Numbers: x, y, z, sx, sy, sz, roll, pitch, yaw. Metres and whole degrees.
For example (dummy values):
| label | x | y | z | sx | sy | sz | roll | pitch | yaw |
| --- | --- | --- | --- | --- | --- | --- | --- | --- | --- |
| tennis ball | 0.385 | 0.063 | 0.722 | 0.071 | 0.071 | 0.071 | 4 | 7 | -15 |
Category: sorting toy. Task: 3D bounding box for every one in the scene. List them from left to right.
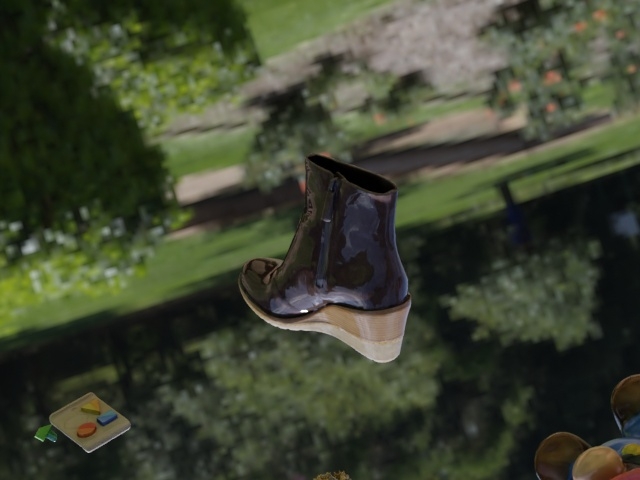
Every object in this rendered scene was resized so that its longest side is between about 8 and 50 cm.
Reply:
| label | x | y | z | sx | sy | sz | roll | pitch | yaw |
| --- | --- | --- | --- | --- | --- | --- | --- | --- | --- |
| sorting toy | -0.236 | 0.181 | 1.612 | 0.083 | 0.062 | 0.012 | -29 | 139 | -37 |

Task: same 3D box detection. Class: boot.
| label | x | y | z | sx | sy | sz | roll | pitch | yaw |
| --- | --- | --- | --- | --- | --- | --- | --- | --- | --- |
| boot | 0.000 | 0.000 | 1.739 | 0.090 | 0.207 | 0.248 | -26 | -146 | -36 |

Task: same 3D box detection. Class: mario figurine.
| label | x | y | z | sx | sy | sz | roll | pitch | yaw |
| --- | --- | --- | --- | --- | --- | --- | --- | --- | --- |
| mario figurine | 0.228 | 0.177 | 1.260 | 0.170 | 0.198 | 0.320 | 14 | -170 | -1 |

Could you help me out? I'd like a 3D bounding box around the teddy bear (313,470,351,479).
| label | x | y | z | sx | sy | sz | roll | pitch | yaw |
| --- | --- | --- | --- | --- | --- | --- | --- | --- | --- |
| teddy bear | 0.056 | 0.315 | 1.460 | 0.338 | 0.245 | 0.113 | 8 | -138 | 12 |
